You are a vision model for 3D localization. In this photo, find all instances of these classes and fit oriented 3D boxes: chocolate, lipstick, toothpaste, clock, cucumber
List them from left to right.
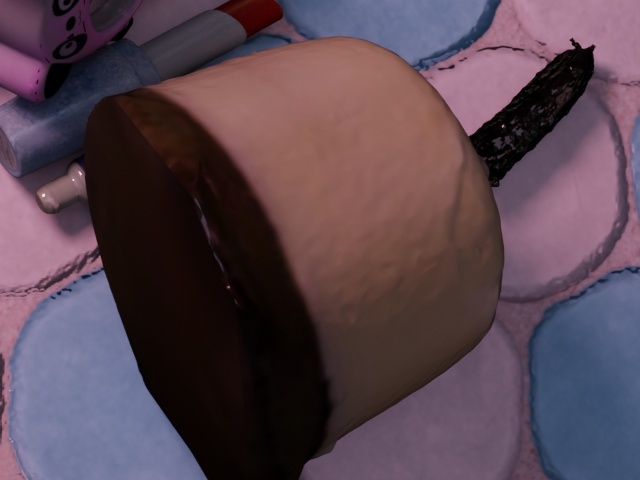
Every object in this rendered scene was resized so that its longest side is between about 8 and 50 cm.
[{"bbox_3d":[-0.178,-0.244,1.399,0.090,0.228,0.248,25,56,10],"label":"clock"},{"bbox_3d":[-0.149,-0.140,1.493,0.274,0.061,0.068,-32,65,-23],"label":"lipstick"},{"bbox_3d":[-0.141,-0.078,1.496,0.216,0.037,0.062,-28,89,-25],"label":"toothpaste"},{"bbox_3d":[0.000,0.000,1.367,0.297,0.326,0.314,-19,129,-15],"label":"chocolate"},{"bbox_3d":[0.185,-0.110,1.580,0.053,0.053,0.181,46,71,-2],"label":"cucumber"}]

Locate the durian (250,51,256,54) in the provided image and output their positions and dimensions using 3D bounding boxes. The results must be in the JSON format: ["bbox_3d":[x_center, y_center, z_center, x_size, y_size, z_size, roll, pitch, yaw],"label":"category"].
[{"bbox_3d":[-0.054,-0.129,1.499,0.130,0.066,0.052,-11,88,-51],"label":"durian"}]
